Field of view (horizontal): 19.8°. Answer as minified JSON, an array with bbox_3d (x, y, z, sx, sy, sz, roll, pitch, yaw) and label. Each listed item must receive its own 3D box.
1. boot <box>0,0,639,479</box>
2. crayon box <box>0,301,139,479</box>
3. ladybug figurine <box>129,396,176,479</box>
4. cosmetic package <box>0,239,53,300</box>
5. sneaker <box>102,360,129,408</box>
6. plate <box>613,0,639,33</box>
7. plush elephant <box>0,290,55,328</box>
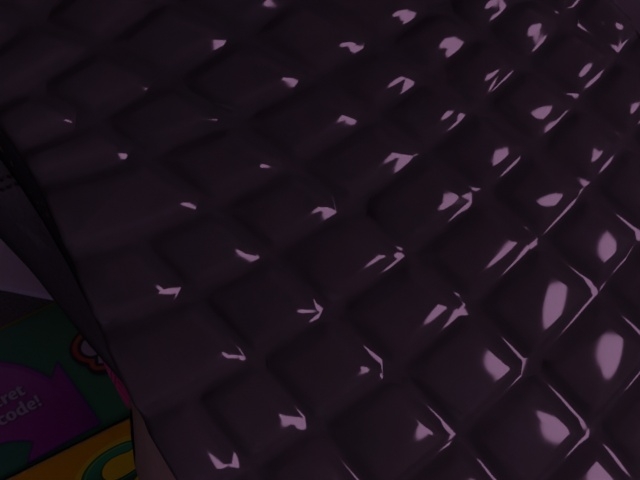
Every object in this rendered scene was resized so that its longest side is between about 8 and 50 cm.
[{"bbox_3d":[-0.024,-0.031,0.424,0.338,0.118,0.223,48,177,0],"label":"boot"},{"bbox_3d":[-0.065,0.128,1.154,0.106,0.363,0.313,51,157,30],"label":"crayon box"},{"bbox_3d":[0.112,0.088,0.610,0.449,0.162,0.305,2,141,38],"label":"ladybug figurine"},{"bbox_3d":[-0.144,-0.049,0.925,0.151,0.151,0.183,11,176,33],"label":"cosmetic package"},{"bbox_3d":[0.000,0.000,0.834,0.252,0.103,0.111,-39,158,29],"label":"sneaker"},{"bbox_3d":[0.099,-0.070,0.559,0.277,0.045,0.278,14,177,-5],"label":"plate"},{"bbox_3d":[-0.216,0.000,1.207,0.255,0.272,0.330,0,152,-18],"label":"plush elephant"}]
